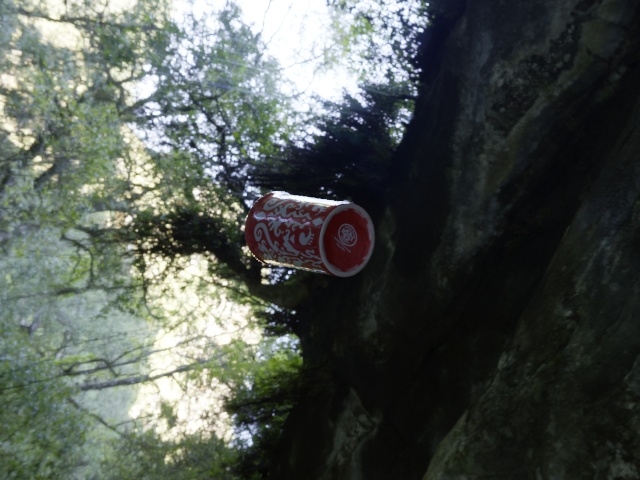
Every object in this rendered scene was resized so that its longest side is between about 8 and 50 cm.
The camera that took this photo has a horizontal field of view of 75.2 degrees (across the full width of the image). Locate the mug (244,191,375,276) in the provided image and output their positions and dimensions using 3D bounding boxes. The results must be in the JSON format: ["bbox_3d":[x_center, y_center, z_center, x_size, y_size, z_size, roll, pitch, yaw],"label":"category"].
[{"bbox_3d":[-0.001,-0.010,0.580,0.169,0.150,0.113,9,-83,53],"label":"mug"}]
